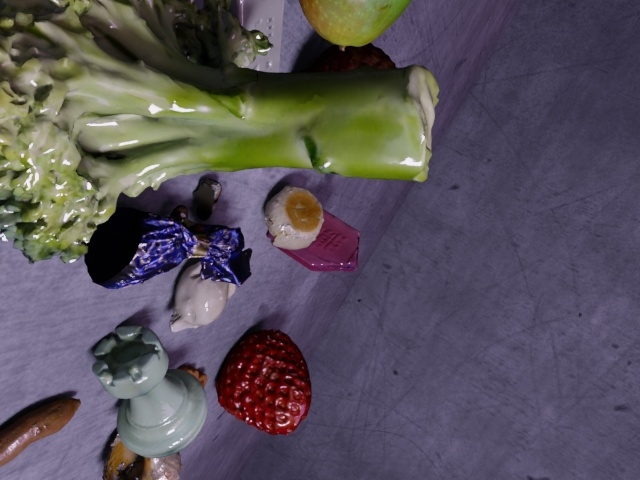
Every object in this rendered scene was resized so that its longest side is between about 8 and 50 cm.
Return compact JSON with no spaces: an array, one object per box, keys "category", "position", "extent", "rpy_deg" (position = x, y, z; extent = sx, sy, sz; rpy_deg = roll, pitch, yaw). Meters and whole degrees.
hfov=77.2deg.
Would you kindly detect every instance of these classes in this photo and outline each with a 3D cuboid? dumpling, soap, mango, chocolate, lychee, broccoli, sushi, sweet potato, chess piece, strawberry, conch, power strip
[{"category":"dumpling","position":[-0.248,0.115,0.869],"extent":[0.199,0.118,0.136],"rpy_deg":[-54,159,6]},{"category":"soap","position":[0.000,0.000,1.107],"extent":[0.162,0.250,0.099],"rpy_deg":[-55,164,-14]},{"category":"mango","position":[0.084,-0.487,0.589],"extent":[0.225,0.201,0.381],"rpy_deg":[-5,124,-56]},{"category":"chocolate","position":[-0.215,0.010,0.696],"extent":[0.126,0.148,0.343],"rpy_deg":[-22,167,25]},{"category":"lychee","position":[0.057,-0.274,0.823],"extent":[0.260,0.261,0.260],"rpy_deg":[-49,160,-24]},{"category":"broccoli","position":[-0.130,-0.110,0.367],"extent":[0.353,0.397,0.275],"rpy_deg":[-47,159,-8]},{"category":"sushi","position":[-0.216,-0.082,0.765],"extent":[0.046,0.044,0.083],"rpy_deg":[-70,-177,-58]},{"category":"sweet potato","position":[-0.501,0.325,0.663],"extent":[0.218,0.051,0.065],"rpy_deg":[-26,147,-59]},{"category":"chess piece","position":[-0.356,0.307,0.833],"extent":[0.194,0.195,0.299],"rpy_deg":[-44,149,-36]},{"category":"strawberry","position":[-0.173,0.475,1.310],"extent":[0.318,0.345,0.295],"rpy_deg":[-31,112,-19]},{"category":"conch","position":[-0.459,0.555,1.014],"extent":[0.178,0.163,0.245],"rpy_deg":[-56,141,-64]},{"category":"power strip","position":[-0.119,-0.261,0.668],"extent":[0.098,0.058,0.338],"rpy_deg":[-44,158,-37]}]

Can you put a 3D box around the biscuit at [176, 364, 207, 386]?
[{"category":"biscuit","position":[-0.412,0.481,1.169],"extent":[0.202,0.047,0.333],"rpy_deg":[-39,154,-44]}]

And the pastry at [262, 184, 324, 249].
[{"category":"pastry","position":[-0.067,-0.057,1.004],"extent":[0.166,0.165,0.088],"rpy_deg":[-45,-166,-34]}]
